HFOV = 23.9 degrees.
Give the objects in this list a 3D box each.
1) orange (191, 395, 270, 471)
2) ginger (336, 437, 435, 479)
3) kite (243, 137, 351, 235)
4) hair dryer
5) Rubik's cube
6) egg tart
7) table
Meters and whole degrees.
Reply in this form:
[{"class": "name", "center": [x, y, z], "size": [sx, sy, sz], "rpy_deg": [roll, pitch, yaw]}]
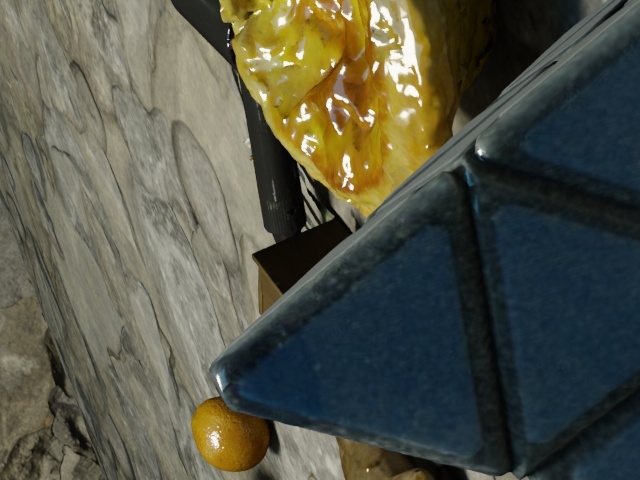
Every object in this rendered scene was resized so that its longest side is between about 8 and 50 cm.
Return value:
[{"class": "orange", "center": [-0.090, 0.193, 1.517], "size": [0.085, 0.085, 0.085], "rpy_deg": [56, 158, 36]}, {"class": "ginger", "center": [0.084, 0.235, 1.045], "size": [0.333, 0.080, 0.166], "rpy_deg": [39, 135, 52]}, {"class": "kite", "center": [0.003, -0.001, 1.131], "size": [0.229, 0.016, 0.127], "rpy_deg": [57, 156, 24]}, {"class": "hair dryer", "center": [-0.041, -0.095, 1.071], "size": [0.114, 0.071, 0.248], "rpy_deg": [48, 156, 47]}, {"class": "Rubik's cube", "center": [0.135, -0.016, 0.511], "size": [0.233, 0.229, 0.228], "rpy_deg": [34, -116, -56]}, {"class": "egg tart", "center": [0.020, -0.129, 0.781], "size": [0.241, 0.106, 0.241], "rpy_deg": [51, 154, 38]}, {"class": "table", "center": [0.003, 0.050, 1.063], "size": [0.083, 0.070, 0.082], "rpy_deg": [51, 154, 34]}]
